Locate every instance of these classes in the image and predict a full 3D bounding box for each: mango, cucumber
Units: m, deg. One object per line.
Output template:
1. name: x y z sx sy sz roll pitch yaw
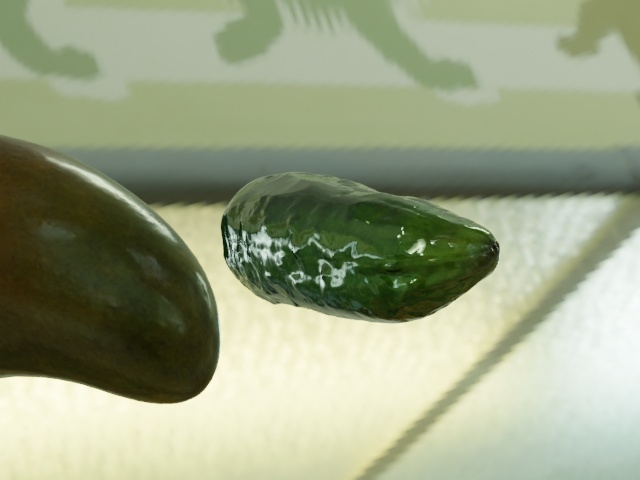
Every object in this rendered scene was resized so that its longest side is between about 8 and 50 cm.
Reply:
1. mango: -0.190 0.009 1.067 0.289 0.146 0.129 4 -7 22
2. cucumber: 0.000 0.000 0.504 0.039 0.039 0.168 -10 7 -19
